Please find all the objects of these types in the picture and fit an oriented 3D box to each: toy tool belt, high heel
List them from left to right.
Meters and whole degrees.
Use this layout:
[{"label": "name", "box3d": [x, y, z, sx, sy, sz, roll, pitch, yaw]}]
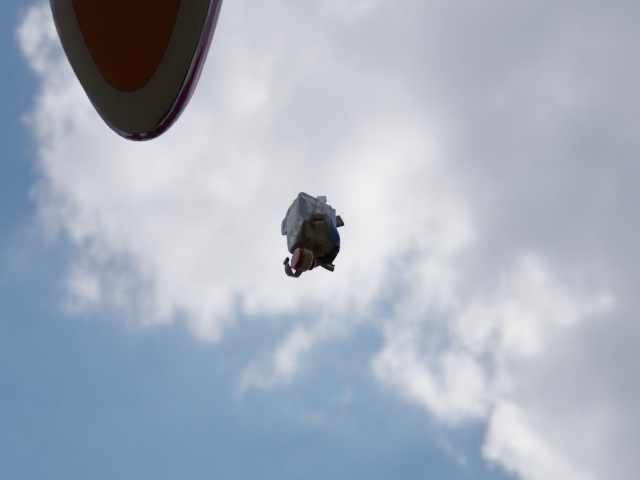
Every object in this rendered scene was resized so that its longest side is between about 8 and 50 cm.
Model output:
[{"label": "high heel", "box3d": [-0.100, -0.226, 1.334, 0.127, 0.377, 0.181, -3, -18, 14]}, {"label": "toy tool belt", "box3d": [0.000, 0.000, 1.566, 0.051, 0.083, 0.052, 19, -53, -20]}]
